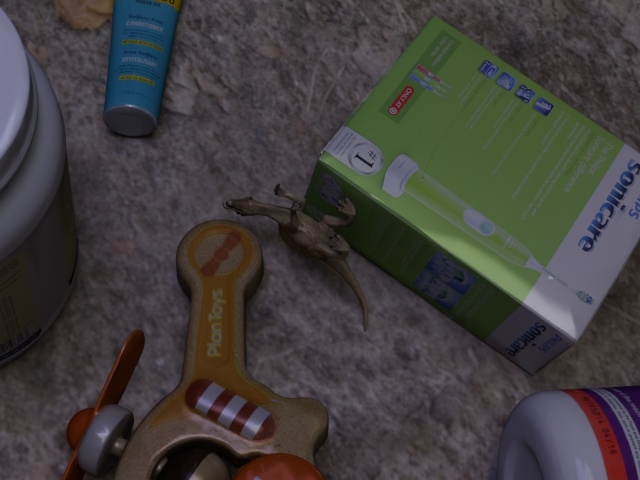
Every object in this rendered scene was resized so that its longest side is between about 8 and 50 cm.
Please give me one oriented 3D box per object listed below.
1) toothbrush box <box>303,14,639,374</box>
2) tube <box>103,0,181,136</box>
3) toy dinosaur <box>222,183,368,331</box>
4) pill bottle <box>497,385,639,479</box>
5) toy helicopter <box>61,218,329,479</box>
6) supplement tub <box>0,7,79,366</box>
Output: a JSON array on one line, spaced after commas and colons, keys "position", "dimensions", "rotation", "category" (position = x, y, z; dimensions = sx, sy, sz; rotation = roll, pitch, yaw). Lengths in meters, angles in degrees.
[{"position": [0.157, -0.044, 1.030], "dimensions": [0.283, 0.122, 0.206], "rotation": [34, 66, 6], "category": "toothbrush box"}, {"position": [-0.180, -0.204, 1.083], "dimensions": [0.080, 0.052, 0.207], "rotation": [11, 60, -17], "category": "tube"}, {"position": [0.000, 0.000, 0.991], "dimensions": [0.183, 0.092, 0.053], "rotation": [39, 59, -8], "category": "toy dinosaur"}, {"position": [0.328, 0.213, 0.921], "dimensions": [0.322, 0.181, 0.182], "rotation": [-2, 68, -10], "category": "pill bottle"}, {"position": [-0.110, 0.137, 0.928], "dimensions": [0.234, 0.140, 0.355], "rotation": [-1, 57, -1], "category": "toy helicopter"}, {"position": [-0.313, -0.040, 0.835], "dimensions": [0.235, 0.325, 0.236], "rotation": [4, 67, -8], "category": "supplement tub"}]
